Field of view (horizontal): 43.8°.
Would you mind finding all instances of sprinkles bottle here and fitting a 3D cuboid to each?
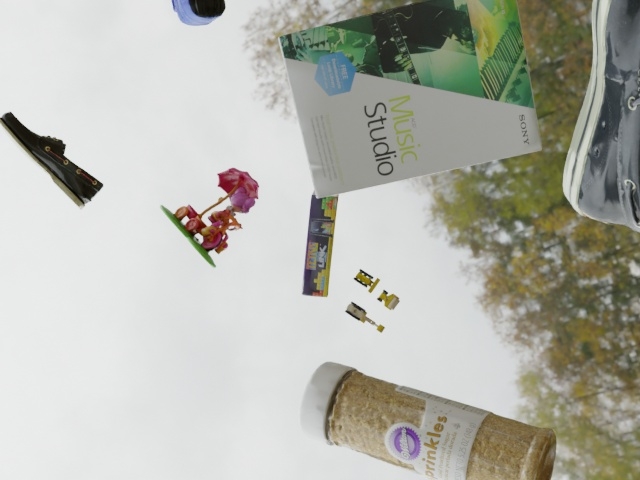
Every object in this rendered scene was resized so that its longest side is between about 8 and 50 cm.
[{"bbox_3d":[0.146,0.274,1.137,0.121,0.355,0.121,-33,-51,-53],"label":"sprinkles bottle"}]

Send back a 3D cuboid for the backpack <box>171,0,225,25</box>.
[{"bbox_3d":[-0.240,-0.475,1.539,0.098,0.101,0.120,-20,-87,-35],"label":"backpack"}]

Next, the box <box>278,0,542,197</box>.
[{"bbox_3d":[0.124,-0.203,1.096,0.058,0.322,0.232,-77,-27,-75],"label":"box"}]

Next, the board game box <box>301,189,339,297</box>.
[{"bbox_3d":[0.000,0.000,1.370,0.141,0.048,0.170,-70,-14,-82],"label":"board game box"}]

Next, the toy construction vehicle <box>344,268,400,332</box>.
[{"bbox_3d":[0.092,0.112,1.453,0.086,0.098,0.035,-57,-25,-6],"label":"toy construction vehicle"}]

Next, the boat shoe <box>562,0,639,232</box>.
[{"bbox_3d":[0.407,-0.204,0.919,0.187,0.156,0.500,-26,-43,-24],"label":"boat shoe"}]

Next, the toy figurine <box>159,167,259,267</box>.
[{"bbox_3d":[-0.173,-0.054,1.398,0.173,0.159,0.130,43,174,48],"label":"toy figurine"}]

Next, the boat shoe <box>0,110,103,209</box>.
[{"bbox_3d":[-0.297,-0.094,0.876,0.133,0.049,0.042,45,-101,-10],"label":"boat shoe"}]
